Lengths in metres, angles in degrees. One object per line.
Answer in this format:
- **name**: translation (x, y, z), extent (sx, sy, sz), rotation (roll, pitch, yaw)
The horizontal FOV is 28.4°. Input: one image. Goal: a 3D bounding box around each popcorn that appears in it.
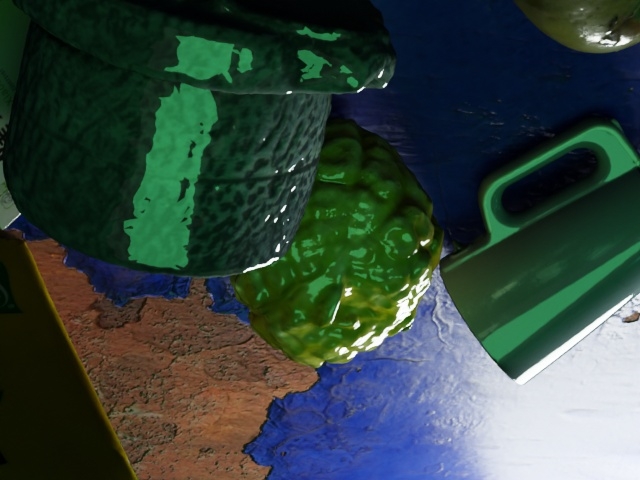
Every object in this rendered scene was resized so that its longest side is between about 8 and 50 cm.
- **popcorn**: translation (0.000, 0.000, 1.224), extent (0.206, 0.251, 0.237), rotation (-34, 100, -9)

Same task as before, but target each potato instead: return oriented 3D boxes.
- **potato**: translation (0.217, -0.260, 1.025), extent (0.165, 0.165, 0.262), rotation (-22, 140, 11)

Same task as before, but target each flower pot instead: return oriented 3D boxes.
- **flower pot**: translation (-0.084, -0.141, 0.956), extent (0.299, 0.299, 0.283), rotation (7, 113, -18)

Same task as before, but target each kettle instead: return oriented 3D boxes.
- **kettle**: translation (0.249, 0.000, 1.322), extent (0.243, 0.160, 0.210), rotation (-37, 103, 15)

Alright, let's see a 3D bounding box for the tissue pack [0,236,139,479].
- **tissue pack**: translation (-0.346, 0.213, 1.180), extent (0.293, 0.382, 0.228), rotation (-19, 136, -19)

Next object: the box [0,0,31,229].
- **box**: translation (-0.270, -0.157, 1.027), extent (0.175, 0.062, 0.260), rotation (-45, 139, -17)
